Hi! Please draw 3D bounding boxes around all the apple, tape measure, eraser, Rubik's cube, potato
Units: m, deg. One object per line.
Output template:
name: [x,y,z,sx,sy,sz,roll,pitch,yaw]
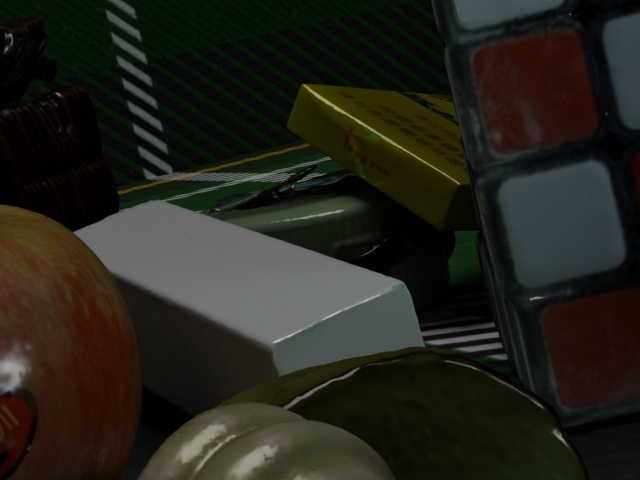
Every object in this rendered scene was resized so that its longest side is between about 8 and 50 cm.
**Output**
apple: [-0.180,0.073,0.720,0.209,0.164,0.209,-3,15,1]
tape measure: [0.000,0.000,1.141,0.207,0.115,0.235,-12,7,22]
eraser: [-0.051,0.044,0.851,0.076,0.078,0.298,-24,19,-23]
Rubik's cube: [0.195,-0.073,0.823,0.256,0.253,0.259,-12,9,5]
potato: [0.014,0.078,0.662,0.149,0.081,0.120,-15,10,-17]

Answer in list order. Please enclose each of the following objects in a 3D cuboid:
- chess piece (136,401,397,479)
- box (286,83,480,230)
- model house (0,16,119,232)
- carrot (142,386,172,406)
chess piece: [0.027,0.104,0.453,0.094,0.094,0.170,-19,17,-40]
box: [0.123,-0.055,1.121,0.279,0.041,0.153,-1,29,-47]
model house: [-0.261,0.002,1.085,0.282,0.297,0.317,33,12,8]
carrot: [-0.076,0.080,0.954,0.248,0.043,0.043,-4,11,36]
